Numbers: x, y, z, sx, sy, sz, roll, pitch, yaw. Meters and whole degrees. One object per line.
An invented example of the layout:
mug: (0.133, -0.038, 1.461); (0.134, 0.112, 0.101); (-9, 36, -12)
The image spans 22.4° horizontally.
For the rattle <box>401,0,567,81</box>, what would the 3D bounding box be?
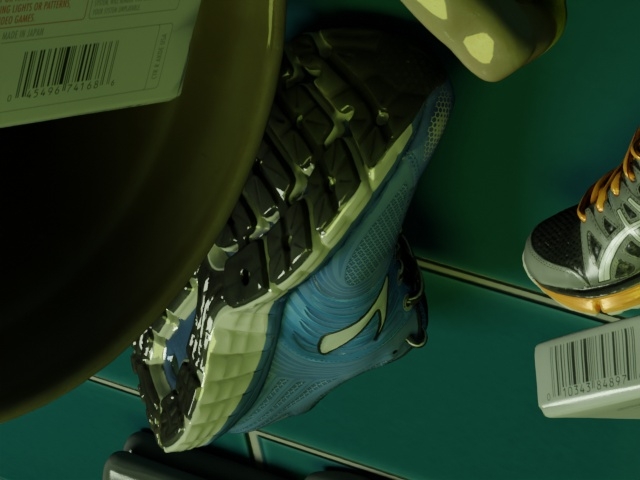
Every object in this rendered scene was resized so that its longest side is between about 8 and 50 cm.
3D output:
rattle: (0.058, -0.174, 0.646); (0.143, 0.130, 0.199); (-33, 91, 44)

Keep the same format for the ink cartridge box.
ink cartridge box: (0.267, 0.059, 0.839); (0.224, 0.045, 0.223); (7, 162, -34)

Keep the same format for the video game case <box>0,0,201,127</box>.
video game case: (-0.130, -0.151, 0.532); (0.061, 0.269, 0.244); (34, 120, 29)

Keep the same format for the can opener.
can opener: (-0.048, 0.213, 1.358); (0.280, 0.074, 0.093); (12, 114, 19)

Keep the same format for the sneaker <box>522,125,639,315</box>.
sneaker: (0.176, -0.026, 0.791); (0.215, 0.084, 0.083); (-22, 113, 48)

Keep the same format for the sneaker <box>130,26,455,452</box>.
sneaker: (0.000, 0.000, 0.930); (0.147, 0.129, 0.330); (-5, 147, -30)

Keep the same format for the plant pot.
plant pot: (-0.222, -0.109, 0.765); (0.280, 0.323, 0.323); (25, 155, 35)
